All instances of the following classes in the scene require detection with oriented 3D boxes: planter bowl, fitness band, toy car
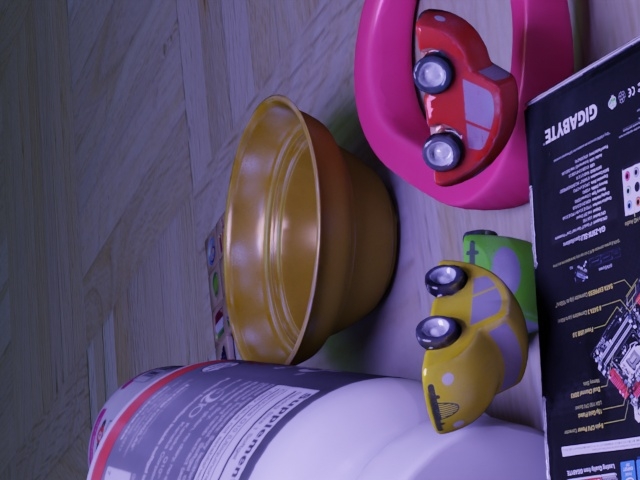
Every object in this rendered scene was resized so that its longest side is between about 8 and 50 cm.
[{"bbox_3d":[0.000,0.000,1.257,0.217,0.090,0.217,-177,90,-69],"label":"planter bowl"},{"bbox_3d":[0.093,-0.135,1.095,0.291,0.054,0.209,-137,50,-64],"label":"fitness band"},{"bbox_3d":[0.101,0.009,0.946,0.225,0.053,0.239,50,-142,-66],"label":"toy car"}]

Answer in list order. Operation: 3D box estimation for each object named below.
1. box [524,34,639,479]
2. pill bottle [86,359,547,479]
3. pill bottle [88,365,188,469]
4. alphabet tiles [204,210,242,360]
[{"bbox_3d":[0.204,0.017,0.750,0.322,0.079,0.257,149,119,-65],"label":"box"},{"bbox_3d":[0.008,0.186,1.031,0.363,0.210,0.210,-1,87,60],"label":"pill bottle"},{"bbox_3d":[-0.086,0.187,1.362,0.283,0.160,0.160,173,98,-69],"label":"pill bottle"},{"bbox_3d":[-0.063,0.041,1.530,0.237,0.009,0.198,130,138,-57],"label":"alphabet tiles"}]
